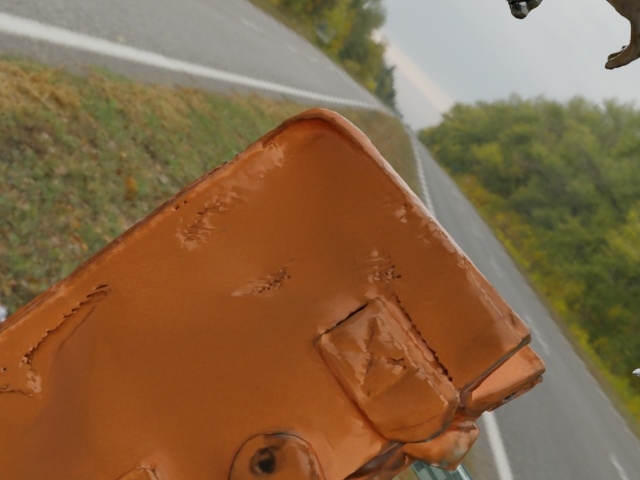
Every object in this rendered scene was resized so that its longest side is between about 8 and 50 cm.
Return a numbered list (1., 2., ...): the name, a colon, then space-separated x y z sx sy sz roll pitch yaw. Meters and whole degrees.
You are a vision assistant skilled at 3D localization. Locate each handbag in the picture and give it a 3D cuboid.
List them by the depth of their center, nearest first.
1. handbag: -0.071 0.108 0.749 0.303 0.410 0.116 53 -1 32

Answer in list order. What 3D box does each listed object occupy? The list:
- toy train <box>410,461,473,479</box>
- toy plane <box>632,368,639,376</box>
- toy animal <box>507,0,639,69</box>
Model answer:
1. toy train: 0.152 0.286 1.064 0.234 0.052 0.051 57 7 20
2. toy plane: 0.442 0.177 1.237 0.078 0.084 0.024 137 -51 -61
3. toy animal: 0.211 -0.208 0.726 0.160 0.272 0.197 55 -22 -16
